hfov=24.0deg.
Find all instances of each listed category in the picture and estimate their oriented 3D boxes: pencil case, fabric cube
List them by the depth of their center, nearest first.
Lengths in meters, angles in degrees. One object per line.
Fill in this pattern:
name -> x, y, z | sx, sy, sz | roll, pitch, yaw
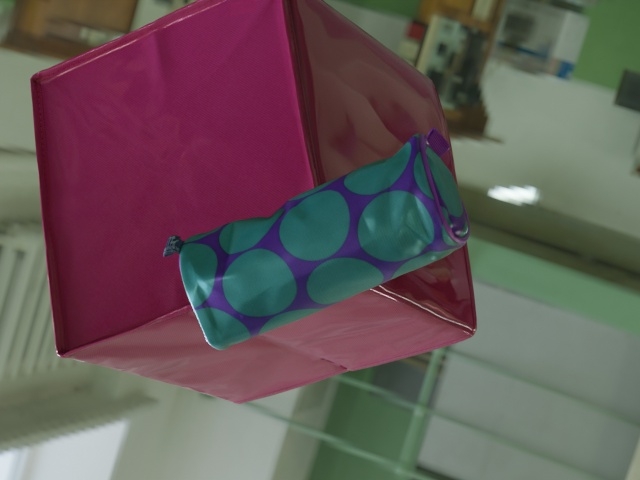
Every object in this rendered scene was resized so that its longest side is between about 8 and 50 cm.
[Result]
pencil case -> 0.000, 0.000, 0.770 | 0.064, 0.151, 0.070 | 53, -157, -36
fabric cube -> -0.052, -0.031, 1.245 | 0.259, 0.254, 0.258 | -18, 157, 25
